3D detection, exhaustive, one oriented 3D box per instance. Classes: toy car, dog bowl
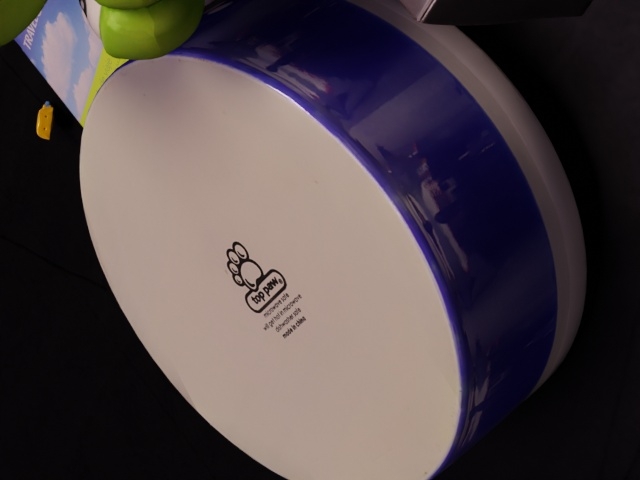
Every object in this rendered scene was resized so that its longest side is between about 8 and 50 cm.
[{"bbox_3d":[-0.222,-0.128,1.084,0.040,0.060,0.122,-140,42,-78],"label":"toy car"},{"bbox_3d":[0.000,0.000,0.810,0.265,0.104,0.264,28,136,30],"label":"dog bowl"}]

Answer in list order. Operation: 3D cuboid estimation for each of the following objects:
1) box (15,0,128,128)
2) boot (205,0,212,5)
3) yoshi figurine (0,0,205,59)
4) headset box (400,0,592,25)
[{"bbox_3d":[-0.129,-0.117,0.987,0.178,0.042,0.109,50,138,21],"label":"box"},{"bbox_3d":[-0.077,-0.189,0.831,0.086,0.069,0.190,121,151,-61],"label":"boot"},{"bbox_3d":[-0.174,-0.219,0.728,0.203,0.204,0.362,-40,54,21],"label":"yoshi figurine"},{"bbox_3d":[0.059,-0.240,0.604,0.293,0.110,0.218,53,130,26],"label":"headset box"}]
